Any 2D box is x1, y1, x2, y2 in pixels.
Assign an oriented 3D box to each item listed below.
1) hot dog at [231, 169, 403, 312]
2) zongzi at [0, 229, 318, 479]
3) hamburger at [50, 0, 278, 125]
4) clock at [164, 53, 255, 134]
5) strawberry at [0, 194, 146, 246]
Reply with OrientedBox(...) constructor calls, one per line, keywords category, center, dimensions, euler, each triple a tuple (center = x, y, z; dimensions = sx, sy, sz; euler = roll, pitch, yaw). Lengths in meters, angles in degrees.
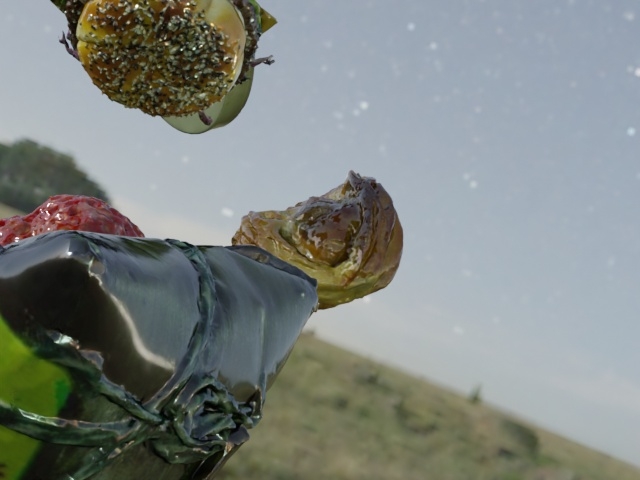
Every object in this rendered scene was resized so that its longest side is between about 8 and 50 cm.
OrientedBox(category="hot dog", center=(-0.001, -0.003, 1.656), dimensions=(0.175, 0.114, 0.259), euler=(-21, 9, -10))
OrientedBox(category="zongzi", center=(-0.236, 0.103, 0.967), dimensions=(0.362, 0.383, 0.319), euler=(37, 4, 23))
OrientedBox(category="hamburger", center=(-0.133, -0.172, 1.234), dimensions=(0.190, 0.164, 0.093), euler=(36, 33, -24))
OrientedBox(category="clock", center=(-0.138, -0.218, 1.488), dimensions=(0.029, 0.235, 0.235), euler=(-19, 20, -30))
OrientedBox(category="strawberry", center=(-0.336, 0.098, 1.828), dimensions=(0.267, 0.312, 0.351), euler=(20, 18, 4))
